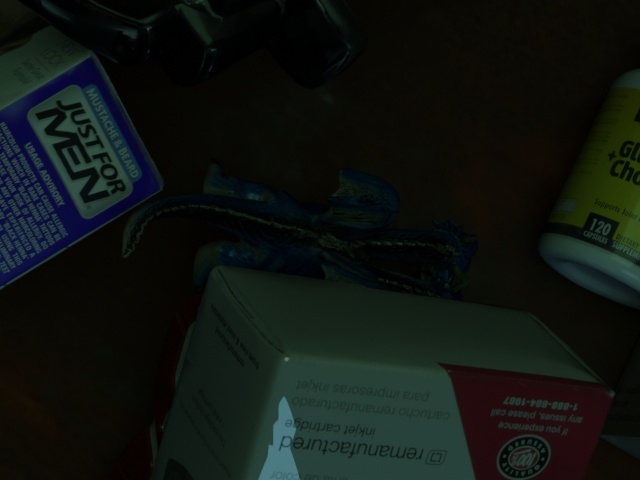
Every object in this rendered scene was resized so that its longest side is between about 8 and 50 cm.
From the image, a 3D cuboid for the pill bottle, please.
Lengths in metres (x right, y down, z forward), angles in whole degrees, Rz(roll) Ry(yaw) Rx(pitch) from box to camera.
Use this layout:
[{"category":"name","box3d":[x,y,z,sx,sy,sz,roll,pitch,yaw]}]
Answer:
[{"category":"pill bottle","box3d":[0.229,-0.052,1.257,0.103,0.103,0.184,27,81,-8]}]

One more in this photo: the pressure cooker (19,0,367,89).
[{"category":"pressure cooker","box3d":[-0.064,-0.314,1.050,0.420,0.375,0.370,-36,49,-22]}]

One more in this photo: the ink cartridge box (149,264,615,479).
[{"category":"ink cartridge box","box3d":[0.013,0.187,1.106,0.226,0.131,0.306,7,108,-26]}]

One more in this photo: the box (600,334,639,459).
[{"category":"box","box3d":[0.321,0.021,1.250,0.121,0.148,0.311,28,80,-7]}]

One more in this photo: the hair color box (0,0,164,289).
[{"category":"hair color box","box3d":[-0.283,-0.011,1.101,0.339,0.185,0.110,-31,120,-13]}]

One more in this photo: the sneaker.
[{"category":"sneaker","box3d":[-0.054,0.142,1.187,0.128,0.087,0.221,8,117,-33]}]

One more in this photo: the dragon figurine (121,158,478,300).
[{"category":"dragon figurine","box3d":[0.000,0.000,1.160,0.144,0.289,0.085,5,81,27]}]
